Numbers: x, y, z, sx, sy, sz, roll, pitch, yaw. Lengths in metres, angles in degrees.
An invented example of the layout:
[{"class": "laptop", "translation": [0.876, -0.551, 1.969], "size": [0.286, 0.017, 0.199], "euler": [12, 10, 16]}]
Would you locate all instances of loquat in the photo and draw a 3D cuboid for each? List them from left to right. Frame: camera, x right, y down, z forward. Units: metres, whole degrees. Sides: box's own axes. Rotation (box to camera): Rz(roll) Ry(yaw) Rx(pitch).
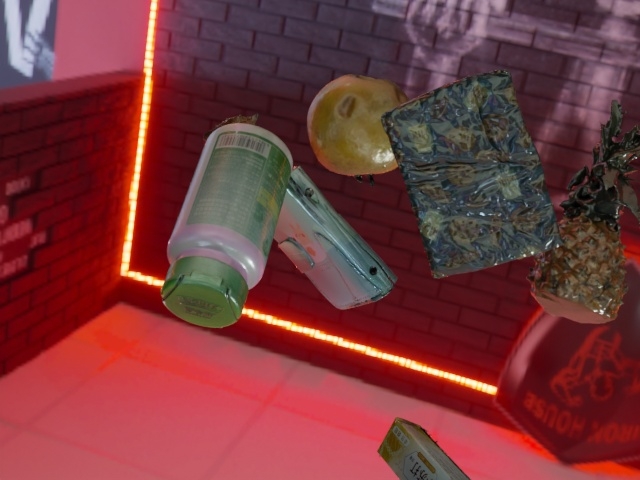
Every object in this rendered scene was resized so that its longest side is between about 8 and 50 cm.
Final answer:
[{"class": "loquat", "translation": [0.069, -0.209, 1.637], "size": [0.213, 0.213, 0.213], "euler": [10, -161, -3]}]

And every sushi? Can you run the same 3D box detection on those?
[{"class": "sushi", "translation": [-0.158, -0.191, 1.537], "size": [0.118, 0.061, 0.060], "euler": [-15, -124, 10]}]

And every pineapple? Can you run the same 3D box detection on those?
[{"class": "pineapple", "translation": [0.447, -0.052, 1.399], "size": [0.165, 0.365, 0.165], "euler": [20, 169, 4]}]

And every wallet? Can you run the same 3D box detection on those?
[{"class": "wallet", "translation": [0.000, 0.000, 1.433], "size": [0.075, 0.250, 0.176], "euler": [-44, -172, -24]}]

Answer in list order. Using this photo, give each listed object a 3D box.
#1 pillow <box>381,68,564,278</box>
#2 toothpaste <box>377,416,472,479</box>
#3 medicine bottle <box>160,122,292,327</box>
[{"class": "pillow", "translation": [0.202, -0.088, 1.177], "size": [0.189, 0.256, 0.034], "euler": [-18, 179, 21]}, {"class": "toothpaste", "translation": [0.206, 0.432, 1.583], "size": [0.071, 0.089, 0.313], "euler": [27, -175, -25]}, {"class": "medicine bottle", "translation": [-0.126, -0.021, 1.177], "size": [0.133, 0.133, 0.274], "euler": [12, -128, 3]}]
